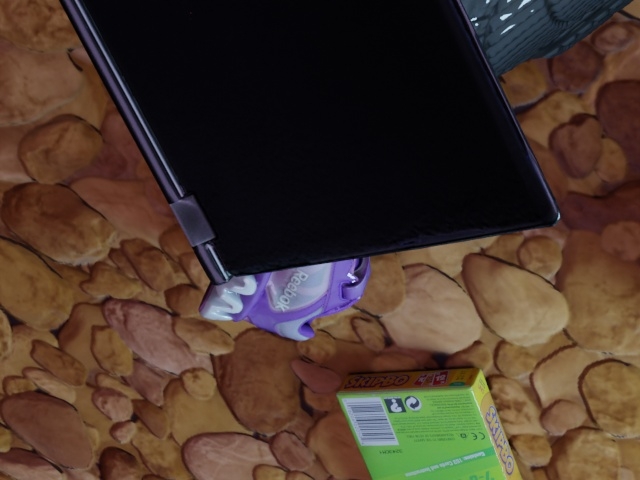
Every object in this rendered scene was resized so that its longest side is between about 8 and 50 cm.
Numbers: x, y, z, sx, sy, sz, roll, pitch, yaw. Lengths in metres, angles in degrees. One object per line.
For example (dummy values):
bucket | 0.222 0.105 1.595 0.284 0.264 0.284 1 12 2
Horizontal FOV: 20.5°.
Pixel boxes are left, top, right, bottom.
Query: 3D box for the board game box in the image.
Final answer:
board game box | 0.113 0.219 1.481 0.124 0.039 0.259 -5 119 29

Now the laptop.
laptop | -0.038 -0.196 1.010 0.236 0.408 0.382 -22 105 17

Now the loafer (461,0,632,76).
loafer | 0.106 -0.174 0.999 0.134 0.366 0.130 -38 86 13

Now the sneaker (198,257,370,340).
sneaker | 0.000 0.000 1.338 0.104 0.095 0.236 30 137 -8
